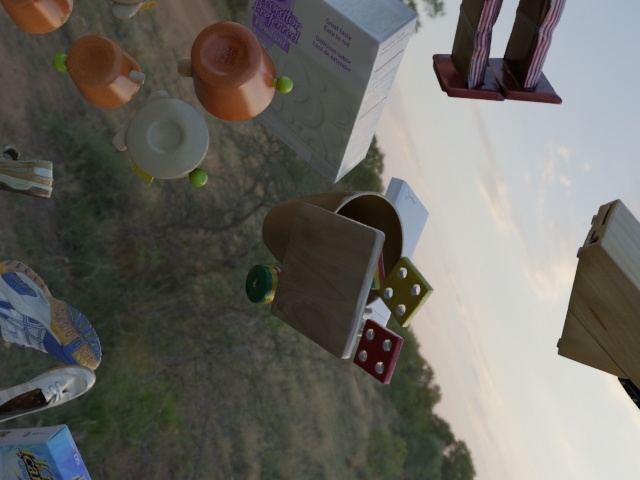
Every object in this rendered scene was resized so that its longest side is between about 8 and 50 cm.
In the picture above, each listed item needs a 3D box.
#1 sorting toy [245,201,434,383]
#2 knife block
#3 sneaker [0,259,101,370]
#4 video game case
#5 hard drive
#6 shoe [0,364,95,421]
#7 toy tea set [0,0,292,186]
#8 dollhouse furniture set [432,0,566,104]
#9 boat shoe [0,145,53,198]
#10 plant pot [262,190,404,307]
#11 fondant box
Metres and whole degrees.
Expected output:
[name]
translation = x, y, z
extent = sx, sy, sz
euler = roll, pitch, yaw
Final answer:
[sorting toy]
translation = 0.021, 0.042, 0.709
extent = 0.274, 0.046, 0.132
euler = 24, -78, 50
[knife block]
translation = 0.416, 0.106, 0.792
extent = 0.088, 0.242, 0.276
euler = -51, 147, -38
[sneaker]
translation = -0.595, 0.182, 1.428
extent = 0.296, 0.131, 0.112
euler = 47, 11, -1
[video game case]
translation = -0.548, 0.489, 1.299
extent = 0.061, 0.244, 0.269
euler = -49, 125, -62
[hard drive]
translation = 0.174, 0.044, 1.748
extent = 0.233, 0.047, 0.353
euler = 41, 69, -58
[shoe]
translation = -0.523, 0.289, 1.239
extent = 0.058, 0.219, 0.076
euler = -121, -161, -59
[toy tea set]
translation = -0.200, -0.215, 0.762
extent = 0.336, 0.200, 0.124
euler = 45, -4, 5
[dollhouse furniture set]
translation = 0.229, -0.365, 0.922
extent = 0.374, 0.152, 0.201
euler = -93, -173, -50
[boat shoe]
translation = -0.503, -0.116, 1.078
extent = 0.068, 0.190, 0.072
euler = 20, 82, -74
[plant pot]
translation = 0.000, 0.000, 1.394
extent = 0.254, 0.237, 0.237
euler = 15, -47, 47
[fondant box]
translation = -0.007, -0.277, 1.066
extent = 0.238, 0.096, 0.330
euler = 41, -30, 13
